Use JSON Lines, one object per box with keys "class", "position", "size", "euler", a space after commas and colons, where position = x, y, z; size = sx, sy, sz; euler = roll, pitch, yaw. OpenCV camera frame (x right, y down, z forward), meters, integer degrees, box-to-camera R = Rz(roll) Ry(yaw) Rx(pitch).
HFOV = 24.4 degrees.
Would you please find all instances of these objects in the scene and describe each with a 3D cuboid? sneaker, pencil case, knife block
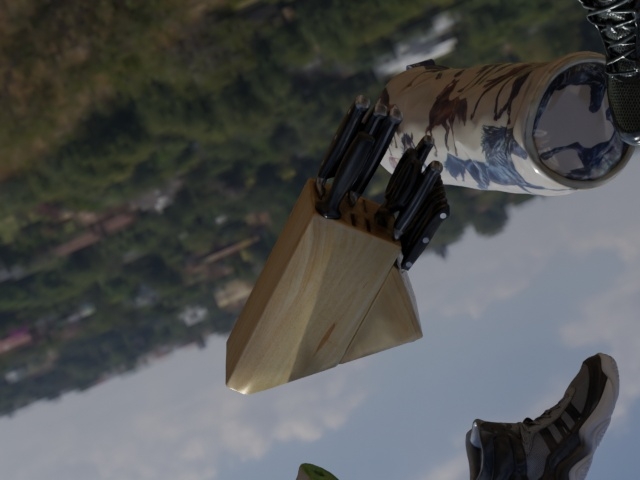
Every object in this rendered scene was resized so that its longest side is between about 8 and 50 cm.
{"class": "sneaker", "position": [0.279, 0.243, 1.910], "size": [0.268, 0.153, 0.101], "euler": [-63, 180, -18]}
{"class": "sneaker", "position": [0.303, -0.212, 1.496], "size": [0.130, 0.227, 0.087], "euler": [2, -177, -44]}
{"class": "pencil case", "position": [0.223, -0.148, 1.816], "size": [0.183, 0.160, 0.410], "euler": [-42, -160, -16]}
{"class": "knife block", "position": [0.000, 0.000, 1.446], "size": [0.276, 0.242, 0.088], "euler": [-19, -154, 7]}

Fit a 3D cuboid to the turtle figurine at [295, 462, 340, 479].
{"class": "turtle figurine", "position": [-0.006, 0.378, 1.467], "size": [0.266, 0.198, 0.274], "euler": [-63, -179, 7]}
